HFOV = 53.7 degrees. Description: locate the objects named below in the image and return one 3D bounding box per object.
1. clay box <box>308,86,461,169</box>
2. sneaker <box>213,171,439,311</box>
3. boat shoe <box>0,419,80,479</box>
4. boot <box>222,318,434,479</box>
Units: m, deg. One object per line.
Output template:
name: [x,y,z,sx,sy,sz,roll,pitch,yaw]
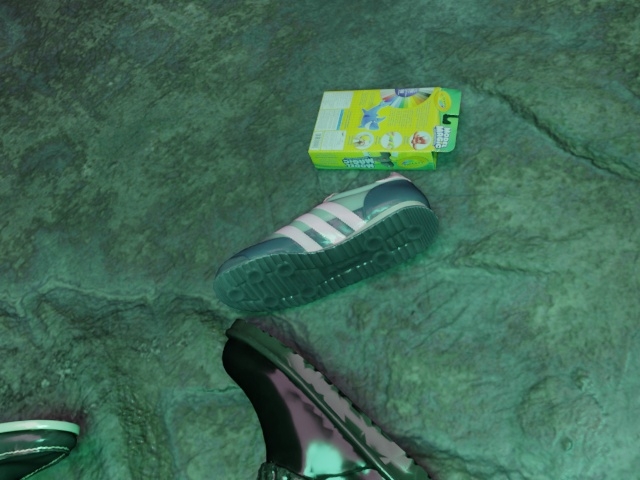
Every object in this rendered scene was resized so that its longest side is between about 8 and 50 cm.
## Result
clay box: [0.103,-0.173,0.984,0.222,0.053,0.127,4,61,18]
sneaker: [0.000,0.000,0.897,0.319,0.112,0.131,-19,39,3]
boat shoe: [-0.462,0.325,0.822,0.340,0.127,0.113,-18,57,9]
boot: [-0.062,0.273,0.721,0.260,0.131,0.348,-45,58,-11]
